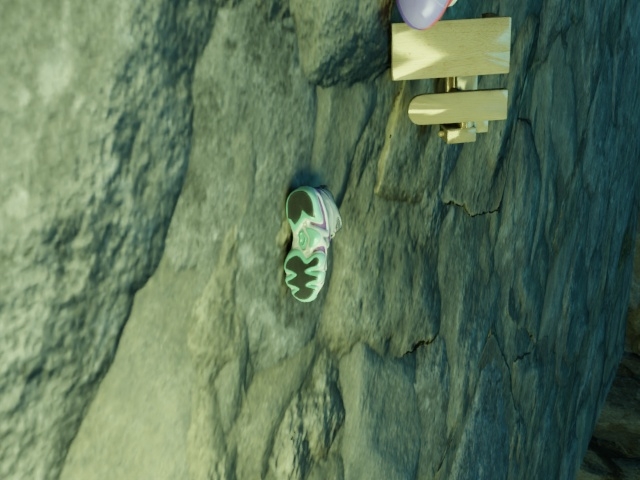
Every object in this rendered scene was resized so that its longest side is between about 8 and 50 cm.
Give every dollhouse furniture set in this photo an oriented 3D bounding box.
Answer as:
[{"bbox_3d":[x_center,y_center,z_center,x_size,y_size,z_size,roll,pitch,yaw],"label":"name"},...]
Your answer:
[{"bbox_3d":[0.123,-0.180,1.010,0.151,0.123,0.144,-113,-161,-67],"label":"dollhouse furniture set"}]

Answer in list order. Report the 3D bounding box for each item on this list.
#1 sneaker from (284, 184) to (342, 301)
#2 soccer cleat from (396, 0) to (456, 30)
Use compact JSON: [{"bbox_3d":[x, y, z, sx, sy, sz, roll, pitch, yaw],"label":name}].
[{"bbox_3d":[0.000,0.000,0.789,0.069,0.038,0.098,-20,116,-62],"label":"sneaker"},{"bbox_3d":[0.094,-0.328,0.865,0.095,0.083,0.248,4,100,-36],"label":"soccer cleat"}]
